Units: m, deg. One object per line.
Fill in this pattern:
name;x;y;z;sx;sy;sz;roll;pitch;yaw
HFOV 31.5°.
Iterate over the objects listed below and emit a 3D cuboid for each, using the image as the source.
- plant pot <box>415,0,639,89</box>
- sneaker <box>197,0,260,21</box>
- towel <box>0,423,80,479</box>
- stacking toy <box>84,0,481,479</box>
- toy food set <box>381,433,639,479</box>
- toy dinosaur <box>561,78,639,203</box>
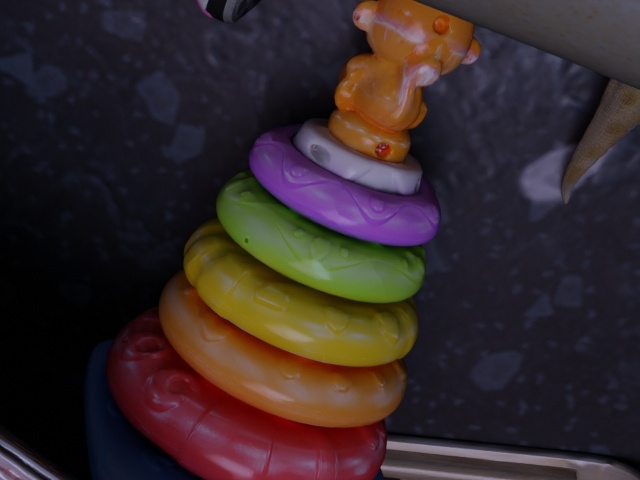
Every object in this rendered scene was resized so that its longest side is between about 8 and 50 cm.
plant pot;0.063;-0.201;0.347;0.306;0.334;0.333;27;120;-8
sneaker;0.015;-0.151;0.536;0.170;0.063;0.075;-39;101;21
towel;-0.227;0.087;0.595;0.317;0.332;0.053;40;73;-14
stacking toy;0.000;0.000;0.589;0.175;0.165;0.301;16;111;-18
toy food set;0.059;0.241;0.736;0.306;0.092;0.219;5;120;6
toy dinosaur;0.159;-0.088;0.556;0.093;0.053;0.183;36;118;-13
